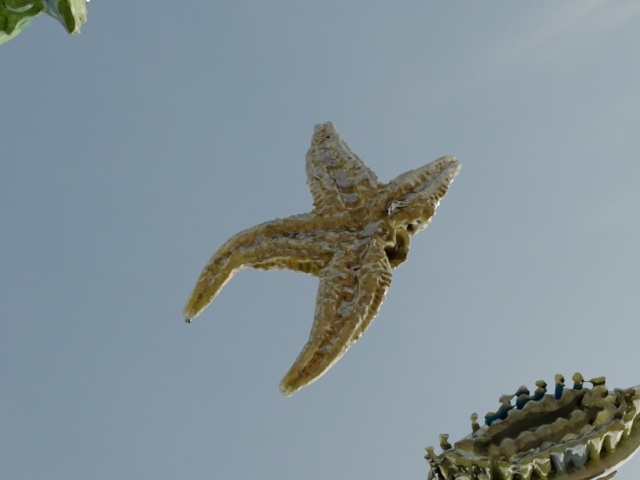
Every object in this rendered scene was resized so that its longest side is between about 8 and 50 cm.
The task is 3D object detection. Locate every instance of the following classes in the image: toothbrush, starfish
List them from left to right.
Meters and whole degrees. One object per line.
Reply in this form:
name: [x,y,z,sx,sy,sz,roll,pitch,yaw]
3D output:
starfish: [-0.002,-0.002,0.954,0.138,0.050,0.247,11,-136,29]
toothbrush: [0.223,-0.004,0.443,0.413,0.042,0.035,-23,-118,-4]

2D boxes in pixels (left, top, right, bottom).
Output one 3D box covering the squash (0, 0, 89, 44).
squash: [-0.308,-0.131,0.671,0.395,0.107,0.107,3,-92,3]
